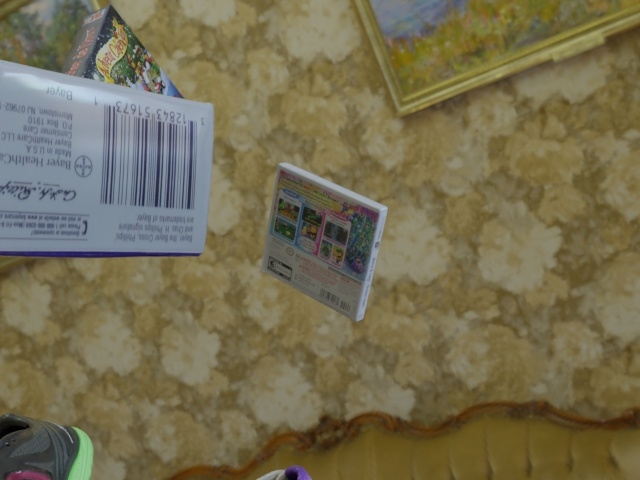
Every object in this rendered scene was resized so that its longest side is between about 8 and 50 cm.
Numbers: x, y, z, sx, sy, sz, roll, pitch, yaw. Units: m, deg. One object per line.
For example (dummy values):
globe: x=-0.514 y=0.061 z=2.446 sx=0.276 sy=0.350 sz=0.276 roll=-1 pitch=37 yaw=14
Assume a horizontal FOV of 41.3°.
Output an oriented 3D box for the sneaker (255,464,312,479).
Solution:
sneaker: x=0.031 y=0.258 z=0.712 sx=0.282 sy=0.161 sz=0.102 roll=-9 pitch=20 yaw=-16

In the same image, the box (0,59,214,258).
box: x=-0.139 y=-0.031 z=0.365 sx=0.137 sy=0.072 sz=0.126 roll=4 pitch=1 yaw=36

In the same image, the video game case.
video game case: x=0.000 y=0.000 z=1.000 sx=0.157 sy=0.143 sz=0.019 roll=27 pitch=27 yaw=33

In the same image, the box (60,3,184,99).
box: x=-0.235 y=-0.143 z=0.987 sx=0.044 sy=0.159 sz=0.233 roll=-18 pitch=44 yaw=21

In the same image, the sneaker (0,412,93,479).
sneaker: x=-0.465 y=0.417 z=1.295 sx=0.185 sy=0.202 sz=0.483 roll=-57 pitch=21 yaw=2
